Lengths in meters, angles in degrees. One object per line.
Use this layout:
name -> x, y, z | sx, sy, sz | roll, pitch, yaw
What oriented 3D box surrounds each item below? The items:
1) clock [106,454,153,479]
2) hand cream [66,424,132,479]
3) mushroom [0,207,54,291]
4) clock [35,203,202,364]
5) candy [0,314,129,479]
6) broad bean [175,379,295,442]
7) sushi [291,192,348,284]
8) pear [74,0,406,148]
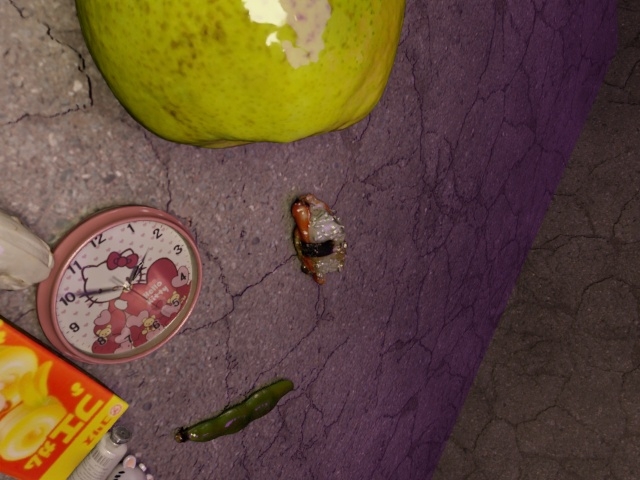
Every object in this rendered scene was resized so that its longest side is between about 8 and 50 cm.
clock -> -0.321, 0.443, 0.793 | 0.117, 0.080, 0.176 | -39, 131, -35
hand cream -> -0.341, 0.347, 0.695 | 0.194, 0.067, 0.042 | -51, 175, 8
mushroom -> -0.408, -0.015, 0.480 | 0.278, 0.096, 0.099 | 31, 36, -50
clock -> -0.279, 0.067, 0.697 | 0.245, 0.056, 0.244 | -24, 125, -40
candy -> -0.387, 0.192, 0.594 | 0.146, 0.088, 0.276 | -53, 139, -22
broad bean -> -0.163, 0.355, 0.978 | 0.298, 0.043, 0.060 | -14, 106, -46
sushi -> 0.004, 0.001, 0.977 | 0.097, 0.103, 0.225 | -39, 141, -32
pear -> -0.083, -0.289, 0.533 | 0.391, 0.391, 0.390 | -24, 124, -43
